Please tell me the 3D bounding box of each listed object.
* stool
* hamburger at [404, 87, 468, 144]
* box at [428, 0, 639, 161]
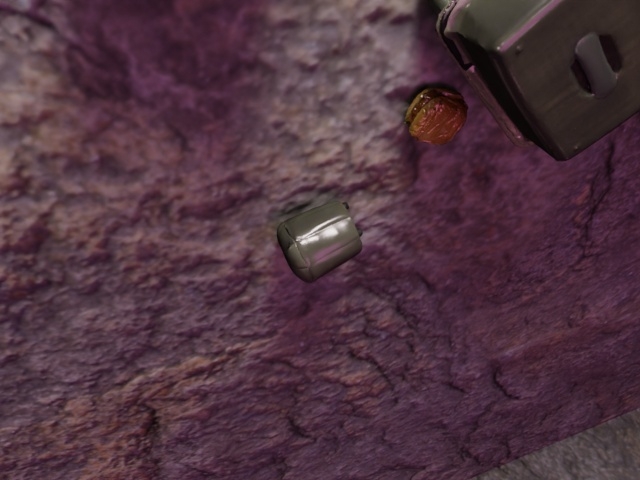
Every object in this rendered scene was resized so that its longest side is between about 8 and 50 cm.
[{"bbox_3d":[0.000,0.000,0.927,0.110,0.096,0.096,-28,142,-8],"label":"stool"},{"bbox_3d":[0.151,-0.163,0.862,0.083,0.044,0.076,14,129,-36],"label":"hamburger"},{"bbox_3d":[0.263,-0.236,0.742,0.220,0.166,0.290,-38,139,16],"label":"box"}]
